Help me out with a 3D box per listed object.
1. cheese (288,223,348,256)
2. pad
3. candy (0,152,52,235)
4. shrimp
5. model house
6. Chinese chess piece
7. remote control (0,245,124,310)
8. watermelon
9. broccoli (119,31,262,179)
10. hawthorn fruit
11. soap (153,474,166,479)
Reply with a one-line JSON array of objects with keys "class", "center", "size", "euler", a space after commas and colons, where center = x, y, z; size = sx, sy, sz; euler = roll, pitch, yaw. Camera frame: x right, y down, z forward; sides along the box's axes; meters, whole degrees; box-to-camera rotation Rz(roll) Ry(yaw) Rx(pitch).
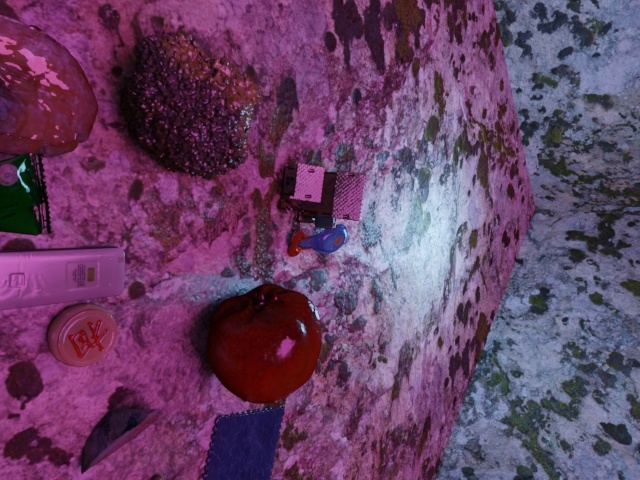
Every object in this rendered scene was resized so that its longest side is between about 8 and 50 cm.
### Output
[{"class": "cheese", "center": [0.000, 0.000, 1.362], "size": [0.256, 0.037, 0.106], "euler": [-6, 122, -44]}, {"class": "pad", "center": [-0.216, 0.609, 1.252], "size": [0.269, 0.012, 0.269], "euler": [13, 87, -50]}, {"class": "candy", "center": [-0.533, -0.060, 0.683], "size": [0.203, 0.078, 0.141], "euler": [-8, 133, -37]}, {"class": "shrimp", "center": [-0.545, -0.246, 0.641], "size": [0.446, 0.110, 0.221], "euler": [0, 91, -53]}, {"class": "model house", "center": [0.039, -0.119, 1.261], "size": [0.271, 0.206, 0.178], "euler": [6, 92, -50]}, {"class": "Chinese chess piece", "center": [-0.456, 0.181, 0.858], "size": [0.122, 0.051, 0.122], "euler": [-11, 105, -48]}, {"class": "remote control", "center": [-0.486, 0.065, 0.813], "size": [0.250, 0.034, 0.103], "euler": [-4, 100, -49]}, {"class": "watermelon", "center": [-0.422, 0.405, 0.933], "size": [0.180, 0.081, 0.094], "euler": [-29, 136, -25]}, {"class": "broccoli", "center": [-0.246, -0.257, 0.896], "size": [0.260, 0.235, 0.288], "euler": [-36, 159, -39]}, {"class": "hawthorn fruit", "center": [-0.131, 0.281, 1.099], "size": [0.287, 0.287, 0.330], "euler": [-30, 124, -42]}, {"class": "soap", "center": [-0.379, 0.728, 0.994], "size": [0.281, 0.143, 0.259], "euler": [-50, 131, -38]}]
